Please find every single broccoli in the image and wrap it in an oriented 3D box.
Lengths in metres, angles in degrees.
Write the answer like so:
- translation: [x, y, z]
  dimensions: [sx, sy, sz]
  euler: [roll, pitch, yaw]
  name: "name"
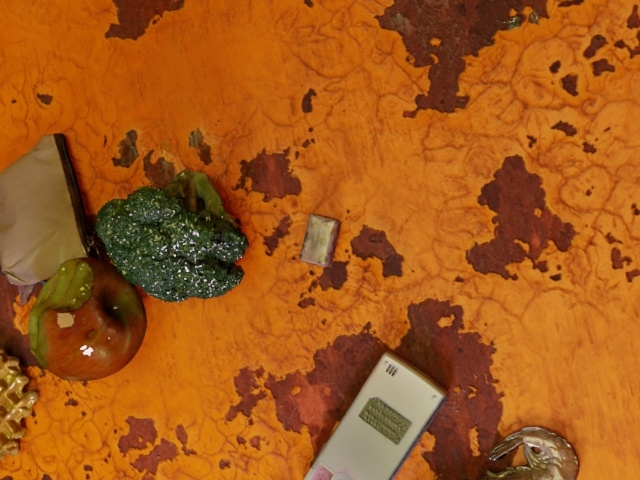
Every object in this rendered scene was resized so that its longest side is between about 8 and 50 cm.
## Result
- translation: [-0.285, -0.008, 1.611]
  dimensions: [0.308, 0.308, 0.275]
  euler: [-13, 48, 19]
  name: "broccoli"

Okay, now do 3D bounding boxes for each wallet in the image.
- translation: [-0.619, -0.054, 1.822]
  dimensions: [0.275, 0.068, 0.335]
  euler: [-26, 72, 13]
  name: "wallet"

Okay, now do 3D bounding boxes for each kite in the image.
- translation: [-0.634, 0.092, 1.845]
  dimensions: [0.153, 0.005, 0.137]
  euler: [34, 97, 19]
  name: "kite"

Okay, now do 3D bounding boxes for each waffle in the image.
- translation: [-0.770, 0.360, 1.847]
  dimensions: [0.310, 0.065, 0.283]
  euler: [-3, 85, 21]
  name: "waffle"

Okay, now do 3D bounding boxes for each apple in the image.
- translation: [-0.483, 0.164, 1.662]
  dimensions: [0.226, 0.246, 0.246]
  euler: [-24, 79, 25]
  name: "apple"

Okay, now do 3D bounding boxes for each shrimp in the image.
- translation: [0.341, 0.400, 1.455]
  dimensions: [0.224, 0.047, 0.126]
  euler: [-15, 75, 13]
  name: "shrimp"

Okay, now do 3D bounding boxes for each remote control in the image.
- translation: [0.092, 0.384, 1.542]
  dimensions: [0.145, 0.050, 0.344]
  euler: [35, 99, 18]
  name: "remote control"

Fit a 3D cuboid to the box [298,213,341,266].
- translation: [0.000, 0.000, 1.602]
  dimensions: [0.062, 0.045, 0.098]
  euler: [12, 89, 19]
  name: "box"
